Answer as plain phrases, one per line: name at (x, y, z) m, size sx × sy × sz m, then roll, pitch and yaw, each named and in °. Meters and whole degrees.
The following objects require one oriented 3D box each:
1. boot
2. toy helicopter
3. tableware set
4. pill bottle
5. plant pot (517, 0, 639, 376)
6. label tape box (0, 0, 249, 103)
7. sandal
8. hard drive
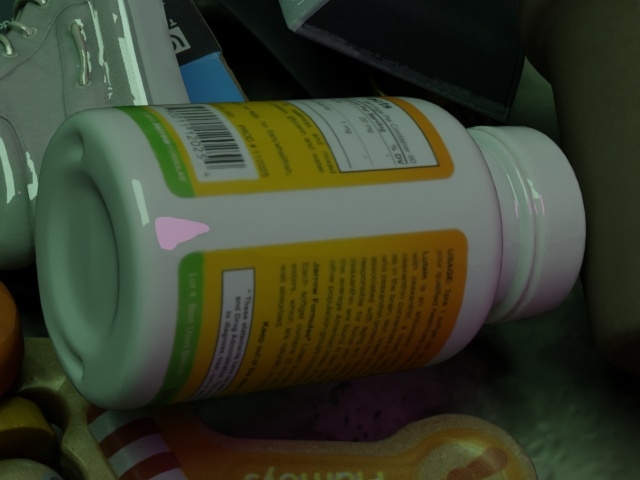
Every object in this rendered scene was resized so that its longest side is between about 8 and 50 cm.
boot at (-0.150, -0.104, 0.838) m, size 0.123 × 0.095 × 0.258 m, roll -9°, pitch 61°, yaw -20°
toy helicopter at (-0.068, 0.141, 0.760) m, size 0.355 × 0.140 × 0.235 m, roll 0°, pitch 50°, yaw -3°
tableware set at (0.089, -0.047, 0.906) m, size 0.104 × 0.024 × 0.154 m, roll 3°, pitch 47°, yaw -34°
pill bottle at (0.000, 0.000, 0.749) m, size 0.246 × 0.136 × 0.136 m, roll -5°, pitch 49°, yaw -29°
plant pot at (0.225, -0.044, 0.809) m, size 0.263 × 0.263 × 0.229 m, roll 4°, pitch 74°, yaw 10°
label tape box at (-0.205, -0.114, 0.970) m, size 0.241 × 0.106 × 0.333 m, roll -25°, pitch 63°, yaw -11°
sandal at (-0.037, -0.175, 0.957) m, size 0.254 × 0.054 × 0.097 m, roll 42°, pitch 30°, yaw -4°
hard drive at (0.042, -0.194, 0.968) m, size 0.172 × 0.054 × 0.254 m, roll 20°, pitch 38°, yaw -27°
